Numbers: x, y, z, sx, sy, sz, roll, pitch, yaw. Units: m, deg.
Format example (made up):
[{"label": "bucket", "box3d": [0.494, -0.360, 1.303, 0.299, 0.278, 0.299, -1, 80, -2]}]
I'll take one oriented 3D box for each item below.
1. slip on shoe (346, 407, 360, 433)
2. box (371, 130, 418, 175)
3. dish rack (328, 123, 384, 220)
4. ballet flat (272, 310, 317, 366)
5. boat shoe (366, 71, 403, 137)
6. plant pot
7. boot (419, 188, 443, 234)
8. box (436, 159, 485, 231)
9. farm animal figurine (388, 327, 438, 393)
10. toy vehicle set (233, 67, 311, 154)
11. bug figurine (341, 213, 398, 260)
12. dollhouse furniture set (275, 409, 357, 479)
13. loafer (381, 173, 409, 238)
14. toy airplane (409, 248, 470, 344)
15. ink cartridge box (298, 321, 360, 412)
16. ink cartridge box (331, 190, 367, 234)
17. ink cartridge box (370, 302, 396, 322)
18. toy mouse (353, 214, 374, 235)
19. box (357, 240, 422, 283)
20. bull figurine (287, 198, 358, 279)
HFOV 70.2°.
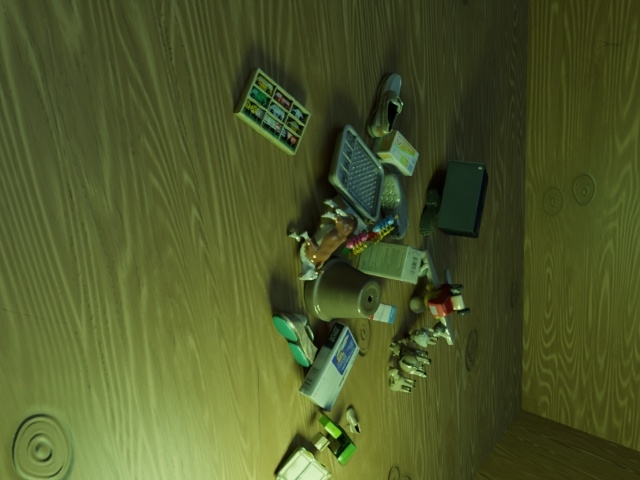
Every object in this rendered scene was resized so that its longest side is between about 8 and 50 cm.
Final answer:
[{"label": "slip on shoe", "box3d": [0.150, 0.814, 2.048, 0.051, 0.041, 0.135, -27, 116, -41]}, {"label": "box", "box3d": [0.325, -0.379, 1.982, 0.203, 0.103, 0.114, 30, 75, -45]}, {"label": "dish rack", "box3d": [0.139, -0.255, 1.791, 0.333, 0.072, 0.285, 40, 51, -43]}, {"label": "ballet flat", "box3d": [-0.087, 0.336, 1.677, 0.106, 0.107, 0.316, -52, 140, -33]}, {"label": "boat shoe", "box3d": [0.294, -0.569, 1.915, 0.113, 0.103, 0.302, 28, 76, -46]}, {"label": "plant pot", "box3d": [0.106, 0.203, 1.759, 0.263, 0.229, 0.263, -11, 105, -47]}, {"label": "boot", "box3d": [0.591, -0.137, 2.331, 0.161, 0.083, 0.246, 13, 88, -53]}, {"label": "box", "box3d": [0.737, -0.204, 2.338, 0.312, 0.179, 0.343, 16, 84, -67]}, {"label": "farm animal figurine", "box3d": [0.410, 0.570, 2.181, 0.327, 0.172, 0.330, 95, 13, -80]}, {"label": "toy vehicle set", "box3d": [-0.153, -0.421, 1.513, 0.267, 0.035, 0.166, 30, 75, -45]}, {"label": "bug figurine", "box3d": [0.181, -0.015, 1.729, 0.216, 0.279, 0.072, -33, 84, -11]}, {"label": "dollhouse furniture set", "box3d": [-0.036, 0.863, 1.843, 0.301, 0.151, 0.197, -45, 108, -11]}, {"label": "loafer", "box3d": [0.334, -0.159, 2.035, 0.111, 0.112, 0.319, -43, 133, -40]}, {"label": "toy airplane", "box3d": [0.584, 0.288, 2.300, 0.384, 0.272, 0.386, 58, 19, -48]}, {"label": "ink cartridge box", "box3d": [0.047, 0.517, 1.846, 0.303, 0.072, 0.307, -60, 156, -21]}, {"label": "ink cartridge box", "box3d": [0.098, -0.112, 1.777, 0.061, 0.104, 0.181, -39, 133, 10]}, {"label": "ink cartridge box", "box3d": [0.206, 0.291, 1.948, 0.231, 0.134, 0.078, 21, 82, -47]}, {"label": "toy mouse", "box3d": [0.165, -0.072, 1.917, 0.143, 0.031, 0.161, -53, 130, -27]}, {"label": "box", "box3d": [0.294, 0.089, 1.935, 0.127, 0.232, 0.149, 16, 85, -47]}, {"label": "bull figurine", "box3d": [0.000, 0.000, 1.665, 0.310, 0.101, 0.188, -46, 123, -7]}]
